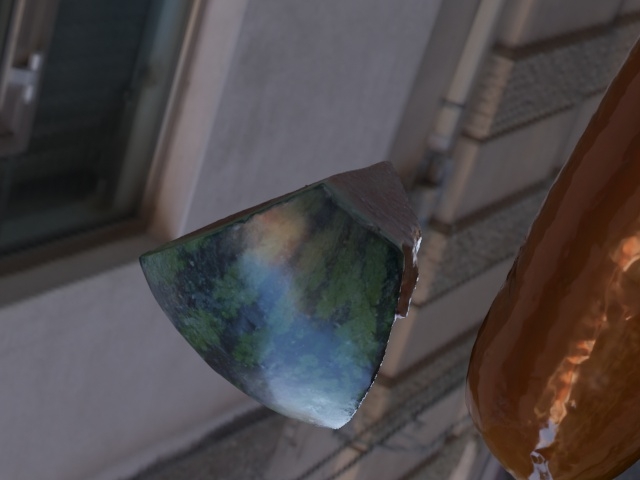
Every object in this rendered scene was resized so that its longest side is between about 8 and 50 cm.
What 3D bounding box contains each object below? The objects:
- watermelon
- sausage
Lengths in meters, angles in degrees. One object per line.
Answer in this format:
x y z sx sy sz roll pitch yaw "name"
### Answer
-0.034 0.003 1.464 0.250 0.283 0.292 18 -134 -21 "watermelon"
0.129 -0.015 0.491 0.098 0.238 0.098 29 -167 -7 "sausage"
